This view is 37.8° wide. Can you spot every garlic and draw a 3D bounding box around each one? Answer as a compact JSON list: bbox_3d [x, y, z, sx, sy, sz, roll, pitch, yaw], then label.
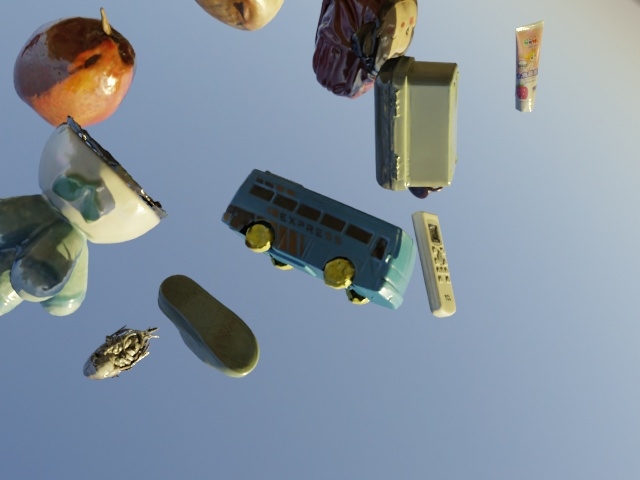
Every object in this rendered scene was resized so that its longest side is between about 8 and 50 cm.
[{"bbox_3d":[-0.129,-0.342,1.226,0.198,0.090,0.128,31,180,39],"label":"garlic"}]

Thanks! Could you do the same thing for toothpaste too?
[{"bbox_3d":[0.432,-0.362,1.951,0.067,0.194,0.043,-18,-141,-15],"label":"toothpaste"}]

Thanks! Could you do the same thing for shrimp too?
[{"bbox_3d":[-0.300,0.166,1.432,0.165,0.065,0.056,-37,-68,-45],"label":"shrimp"}]

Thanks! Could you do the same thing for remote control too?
[{"bbox_3d":[0.204,0.042,1.668,0.087,0.029,0.190,9,-111,-64],"label":"remote control"}]

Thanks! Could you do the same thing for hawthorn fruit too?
[{"bbox_3d":[-0.443,-0.328,1.731,0.210,0.262,0.210,19,-124,-31],"label":"hawthorn fruit"}]

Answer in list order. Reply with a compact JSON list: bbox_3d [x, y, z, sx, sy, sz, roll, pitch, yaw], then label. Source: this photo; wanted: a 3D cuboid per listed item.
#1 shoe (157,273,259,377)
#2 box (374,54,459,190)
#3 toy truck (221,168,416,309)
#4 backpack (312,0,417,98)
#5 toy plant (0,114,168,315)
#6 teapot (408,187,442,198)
[{"bbox_3d":[-0.175,0.137,1.433,0.195,0.078,0.079,44,-123,10],"label":"shoe"},{"bbox_3d":[0.159,-0.191,1.535,0.129,0.210,0.148,4,-154,12],"label":"box"},{"bbox_3d":[0.000,0.000,1.811,0.385,0.162,0.161,24,171,27],"label":"toy truck"},{"bbox_3d":[0.070,-0.349,1.622,0.139,0.229,0.229,31,-161,19],"label":"backpack"},{"bbox_3d":[-0.442,-0.011,1.522,0.247,0.332,0.247,44,172,7],"label":"toy plant"},{"bbox_3d":[0.211,-0.122,1.906,0.045,0.068,0.100,-34,-139,-31],"label":"teapot"}]
